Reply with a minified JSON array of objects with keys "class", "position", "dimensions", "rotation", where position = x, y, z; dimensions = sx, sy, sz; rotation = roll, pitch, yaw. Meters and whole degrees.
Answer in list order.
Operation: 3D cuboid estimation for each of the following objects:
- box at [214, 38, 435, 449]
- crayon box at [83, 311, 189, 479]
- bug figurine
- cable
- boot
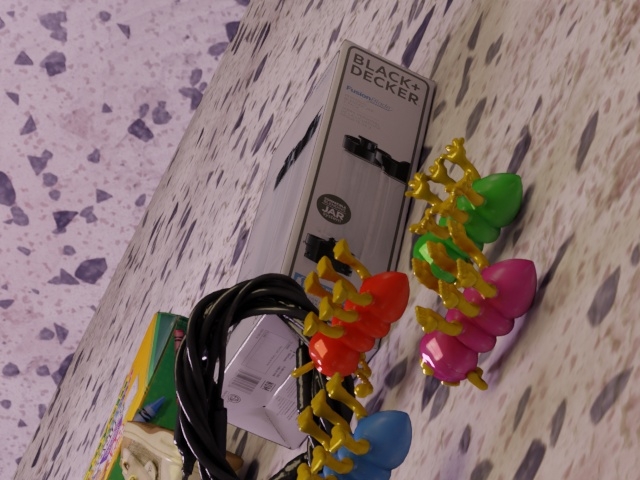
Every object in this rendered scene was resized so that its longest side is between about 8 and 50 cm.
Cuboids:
[{"class":"box","position":[0.000,0.000,1.563],"dimensions":[0.169,0.087,0.290],"rotation":[125,164,-46]},{"class":"crayon box","position":[-0.174,0.214,1.968],"dimensions":[0.165,0.081,0.278],"rotation":[176,117,-78]},{"class":"bug figurine","position":[0.051,0.059,1.201],"dimensions":[0.216,0.072,0.279],"rotation":[-49,14,21]},{"class":"cable","position":[-0.041,0.115,1.382],"dimensions":[0.150,0.047,0.185],"rotation":[19,102,38]},{"class":"boot","position":[-0.156,0.271,1.743],"dimensions":[0.203,0.095,0.262],"rotation":[-69,15,-9]}]
